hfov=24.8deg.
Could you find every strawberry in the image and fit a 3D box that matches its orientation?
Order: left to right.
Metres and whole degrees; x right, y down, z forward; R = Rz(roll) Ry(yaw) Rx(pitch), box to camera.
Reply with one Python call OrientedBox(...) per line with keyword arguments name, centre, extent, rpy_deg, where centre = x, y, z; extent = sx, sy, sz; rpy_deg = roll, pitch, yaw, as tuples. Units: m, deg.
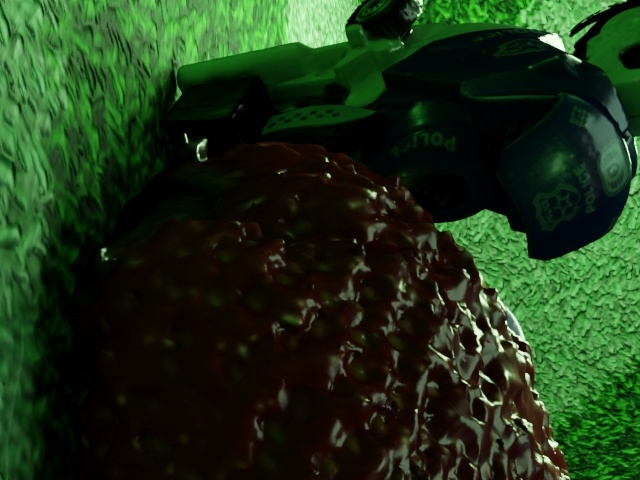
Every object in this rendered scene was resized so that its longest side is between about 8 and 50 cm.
OrientedBox(name="strawberry", centre=(0.011, 0.083, 0.695), extent=(0.261, 0.258, 0.261), rpy_deg=(2, 90, -75))

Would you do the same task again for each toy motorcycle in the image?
OrientedBox(name="toy motorcycle", centre=(0.066, -0.063, 0.842), extent=(0.125, 0.331, 0.196), rpy_deg=(65, 31, -31))

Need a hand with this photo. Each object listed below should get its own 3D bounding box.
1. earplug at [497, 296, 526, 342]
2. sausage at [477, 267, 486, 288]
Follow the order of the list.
OrientedBox(name="earplug", centre=(0.079, 0.258, 1.371), extent=(0.215, 0.215, 0.455), rpy_deg=(-84, 172, -51))
OrientedBox(name="sausage", centre=(0.015, 0.119, 0.868), extent=(0.274, 0.105, 0.105), rpy_deg=(-63, 163, -19))
